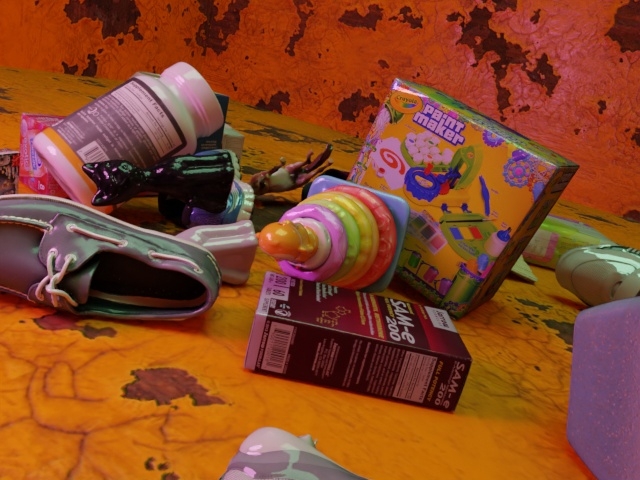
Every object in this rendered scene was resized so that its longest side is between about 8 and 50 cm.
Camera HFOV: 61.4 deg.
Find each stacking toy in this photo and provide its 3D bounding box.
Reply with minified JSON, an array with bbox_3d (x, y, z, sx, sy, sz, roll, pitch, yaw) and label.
[{"bbox_3d":[0.000,0.000,0.737,0.175,0.166,0.302,19,9,19],"label":"stacking toy"}]

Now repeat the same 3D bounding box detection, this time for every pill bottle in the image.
[{"bbox_3d":[-0.312,-0.174,0.906,0.278,0.162,0.162,-40,45,-22],"label":"pill bottle"}]

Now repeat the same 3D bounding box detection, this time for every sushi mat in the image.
[{"bbox_3d":[0.313,-0.008,1.157,0.316,0.019,0.151,25,24,-11],"label":"sushi mat"}]

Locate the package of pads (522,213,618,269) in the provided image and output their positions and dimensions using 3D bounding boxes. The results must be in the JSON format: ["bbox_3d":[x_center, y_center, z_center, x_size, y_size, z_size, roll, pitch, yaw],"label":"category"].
[{"bbox_3d":[0.562,-0.006,1.346,0.296,0.101,0.229,14,17,3],"label":"package of pads"}]

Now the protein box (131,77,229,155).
[{"bbox_3d":[-0.348,-0.270,1.309,0.136,0.201,0.199,22,19,24],"label":"protein box"}]

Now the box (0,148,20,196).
[{"bbox_3d":[-0.506,-0.082,0.790,0.027,0.094,0.137,17,18,13],"label":"box"}]

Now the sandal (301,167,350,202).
[{"bbox_3d":[0.055,-0.088,1.206,0.167,0.107,0.446,11,18,-10],"label":"sandal"}]

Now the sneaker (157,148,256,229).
[{"bbox_3d":[-0.227,-0.103,1.009,0.147,0.130,0.330,8,18,-24],"label":"sneaker"}]

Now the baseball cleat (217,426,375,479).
[{"bbox_3d":[0.022,0.206,0.372,0.205,0.072,0.109,15,31,19],"label":"baseball cleat"}]

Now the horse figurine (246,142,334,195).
[{"bbox_3d":[-0.083,-0.149,1.222,0.263,0.066,0.174,-22,-3,-35],"label":"horse figurine"}]

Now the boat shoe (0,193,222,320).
[{"bbox_3d":[-0.266,0.027,0.605,0.319,0.116,0.099,13,13,-21],"label":"boat shoe"}]

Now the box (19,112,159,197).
[{"bbox_3d":[-0.422,-0.161,1.037,0.122,0.128,0.256,26,21,35],"label":"box"}]

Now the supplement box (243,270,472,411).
[{"bbox_3d":[0.040,0.113,0.635,0.239,0.073,0.130,13,17,-5],"label":"supplement box"}]

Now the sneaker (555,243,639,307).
[{"bbox_3d":[0.581,0.115,0.924,0.365,0.137,0.210,26,19,26],"label":"sneaker"}]

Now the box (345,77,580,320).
[{"bbox_3d":[0.214,-0.076,0.914,0.290,0.279,0.177,38,27,25],"label":"box"}]

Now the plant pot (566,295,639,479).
[{"bbox_3d":[0.392,0.153,0.519,0.247,0.247,0.252,-1,6,-39],"label":"plant pot"}]

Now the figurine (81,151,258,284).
[{"bbox_3d":[-0.216,-0.031,0.770,0.209,0.092,0.215,-4,58,-30],"label":"figurine"}]

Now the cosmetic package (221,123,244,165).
[{"bbox_3d":[-0.291,-0.286,1.573,0.060,0.099,0.239,4,19,-29],"label":"cosmetic package"}]

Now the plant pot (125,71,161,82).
[{"bbox_3d":[-0.485,-0.388,1.592,0.284,0.191,0.284,12,17,-4],"label":"plant pot"}]
